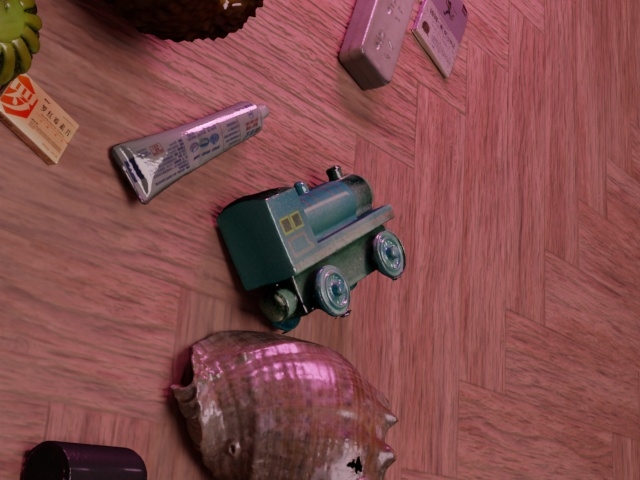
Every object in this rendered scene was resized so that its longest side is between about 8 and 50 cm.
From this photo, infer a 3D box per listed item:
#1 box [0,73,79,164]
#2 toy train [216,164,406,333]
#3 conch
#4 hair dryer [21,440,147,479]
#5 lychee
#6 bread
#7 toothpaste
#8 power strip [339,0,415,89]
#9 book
[{"bbox_3d":[-0.307,-0.133,1.056,0.093,0.015,0.058,49,49,-35],"label":"box"},{"bbox_3d":[0.000,0.000,1.345,0.298,0.120,0.194,-29,97,-54],"label":"toy train"},{"bbox_3d":[-0.009,0.241,1.219,0.352,0.209,0.297,58,28,-30],"label":"conch"},{"bbox_3d":[-0.247,0.332,0.994,0.114,0.070,0.248,18,72,-49],"label":"hair dryer"},{"bbox_3d":[-0.163,-0.371,1.120,0.267,0.267,0.268,15,70,-50],"label":"lychee"},{"bbox_3d":[-0.342,-0.222,0.988,0.139,0.071,0.130,-13,97,-53],"label":"bread"},{"bbox_3d":[-0.150,-0.125,1.234,0.268,0.047,0.069,-35,129,-48],"label":"toothpaste"},{"bbox_3d":[0.103,-0.381,1.615,0.093,0.053,0.288,43,51,-38],"label":"power strip"},{"bbox_3d":[0.224,-0.404,1.807,0.127,0.014,0.182,48,48,-35],"label":"book"}]
